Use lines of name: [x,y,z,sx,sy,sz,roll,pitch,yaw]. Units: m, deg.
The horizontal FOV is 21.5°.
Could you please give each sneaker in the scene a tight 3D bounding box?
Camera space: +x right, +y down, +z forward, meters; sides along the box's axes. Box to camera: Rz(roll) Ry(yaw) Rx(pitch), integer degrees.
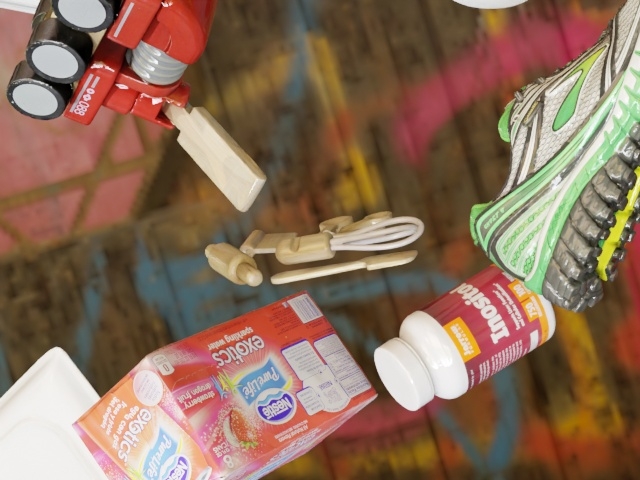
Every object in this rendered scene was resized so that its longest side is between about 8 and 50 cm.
sneaker: [0.230,-0.121,1.437,0.146,0.344,0.134,27,-175,26]

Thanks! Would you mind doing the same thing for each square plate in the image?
square plate: [-0.309,0.349,1.977,0.344,0.347,0.049,-40,175,35]

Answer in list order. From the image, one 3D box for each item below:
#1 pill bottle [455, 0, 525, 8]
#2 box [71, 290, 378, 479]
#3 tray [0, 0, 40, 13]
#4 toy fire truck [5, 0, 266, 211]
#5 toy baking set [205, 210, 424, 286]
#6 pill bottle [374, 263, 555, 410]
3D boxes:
pill bottle: [0.185,-0.371,1.811,0.121,0.221,0.121,4,162,1]
box: [-0.082,0.153,1.534,0.122,0.128,0.257,-42,168,33]
tray: [-0.341,-0.295,2.062,0.270,0.030,0.145,9,179,-14]
toy fire truck: [-0.143,-0.158,1.546,0.246,0.159,0.217,22,142,-15]
toy baking set: [-0.007,0.002,1.645,0.196,0.030,0.256,-17,-167,-11]
pill bottle: [0.127,0.087,1.501,0.152,0.086,0.086,-31,-172,-20]
